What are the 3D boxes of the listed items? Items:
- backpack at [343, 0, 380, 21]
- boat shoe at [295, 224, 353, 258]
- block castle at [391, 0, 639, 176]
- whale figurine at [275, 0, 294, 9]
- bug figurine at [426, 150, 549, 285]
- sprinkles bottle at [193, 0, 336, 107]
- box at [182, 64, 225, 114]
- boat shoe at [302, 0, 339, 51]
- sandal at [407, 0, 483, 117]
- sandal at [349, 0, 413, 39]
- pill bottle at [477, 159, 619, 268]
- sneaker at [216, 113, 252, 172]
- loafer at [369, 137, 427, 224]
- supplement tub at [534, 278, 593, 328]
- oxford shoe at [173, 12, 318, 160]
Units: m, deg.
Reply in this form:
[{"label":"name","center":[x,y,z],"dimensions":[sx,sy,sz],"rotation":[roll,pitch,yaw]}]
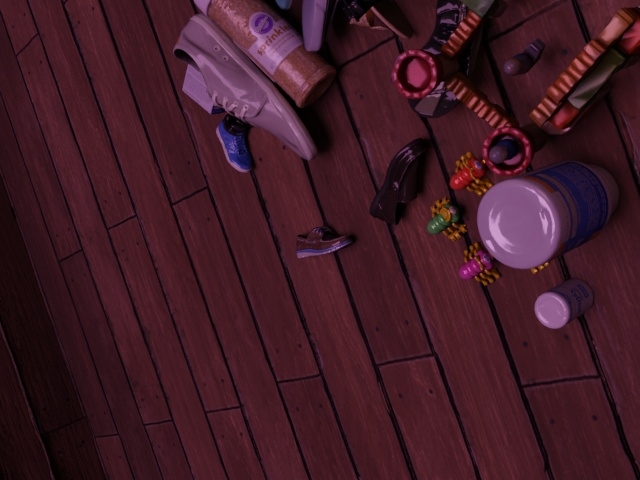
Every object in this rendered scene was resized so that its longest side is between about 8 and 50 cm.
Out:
[{"label":"backpack","center":[0.102,-0.578,1.530],"dimensions":[0.213,0.263,0.276],"rotation":[-39,81,37]},{"label":"boat shoe","center":[0.000,0.000,1.957],"dimensions":[0.183,0.066,0.066],"rotation":[-13,93,46]},{"label":"block castle","center":[0.354,-0.350,1.335],"dimensions":[0.303,0.213,0.453],"rotation":[44,122,12]},{"label":"whale figurine","center":[-0.132,-0.637,1.798],"dimensions":[0.216,0.141,0.272],"rotation":[-48,60,52]},{"label":"bug figurine","center":[0.318,-0.028,1.637],"dimensions":[0.279,0.072,0.216],"rotation":[56,134,14]},{"label":"sprinkles bottle","center":[-0.124,-0.458,1.839],"dimensions":[0.355,0.121,0.121],"rotation":[45,131,7]},{"label":"box","center":[-0.275,-0.412,2.083],"dimensions":[0.126,0.072,0.137],"rotation":[41,129,27]},{"label":"boat shoe","center":[0.029,-0.548,1.721],"dimensions":[0.113,0.105,0.306],"rotation":[-139,55,-69]},{"label":"sandal","center":[0.260,-0.378,1.574],"dimensions":[0.120,0.086,0.302],"rotation":[24,104,22]},{"label":"sandal","center":[0.078,-0.477,1.666],"dimensions":[0.240,0.088,0.079],"rotation":[42,128,-11]},{"label":"pill bottle","center":[0.401,-0.054,1.403],"dimensions":[0.152,0.272,0.152],"rotation":[16,113,41]},{"label":"sneaker","center":[-0.209,-0.252,2.082],"dimensions":[0.152,0.058,0.084],"rotation":[63,144,17]},{"label":"loafer","center":[0.181,-0.121,1.744],"dimensions":[0.078,0.080,0.220],"rotation":[39,133,17]},{"label":"supplement tub","center":[0.453,0.117,1.528],"dimensions":[0.071,0.107,0.071],"rotation":[17,115,40]},{"label":"oxford shoe","center":[-0.178,-0.336,1.911],"dimensions":[0.449,0.130,0.169],"rotation":[46,173,8]}]
